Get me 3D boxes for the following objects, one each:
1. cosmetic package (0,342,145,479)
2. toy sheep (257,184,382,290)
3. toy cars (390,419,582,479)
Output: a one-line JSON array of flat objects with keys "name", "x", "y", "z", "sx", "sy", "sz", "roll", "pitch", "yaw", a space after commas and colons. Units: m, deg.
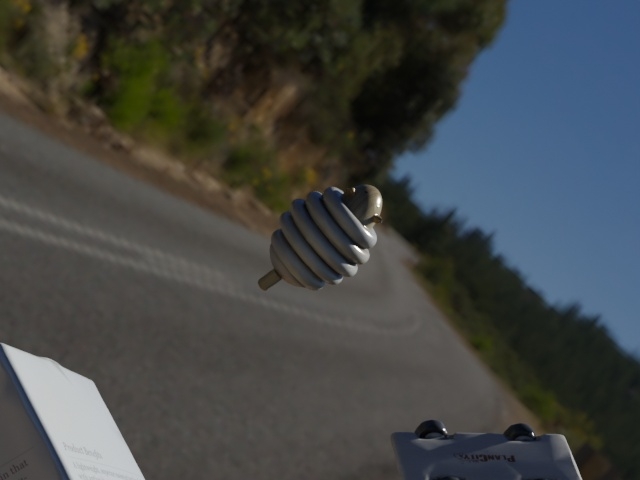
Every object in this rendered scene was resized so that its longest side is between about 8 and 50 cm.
[{"name": "cosmetic package", "x": -0.188, "y": 0.186, "z": 0.977, "sx": 0.183, "sy": 0.151, "sz": 0.151, "roll": 59, "pitch": 4, "yaw": 20}, {"name": "toy sheep", "x": 0.000, "y": 0.000, "z": 1.374, "sx": 0.091, "sy": 0.132, "sz": 0.091, "roll": 45, "pitch": 9, "yaw": -10}, {"name": "toy cars", "x": 0.093, "y": 0.282, "z": 1.547, "sx": 0.176, "sy": 0.394, "sz": 0.087, "roll": 31, "pitch": -51, "yaw": 31}]
